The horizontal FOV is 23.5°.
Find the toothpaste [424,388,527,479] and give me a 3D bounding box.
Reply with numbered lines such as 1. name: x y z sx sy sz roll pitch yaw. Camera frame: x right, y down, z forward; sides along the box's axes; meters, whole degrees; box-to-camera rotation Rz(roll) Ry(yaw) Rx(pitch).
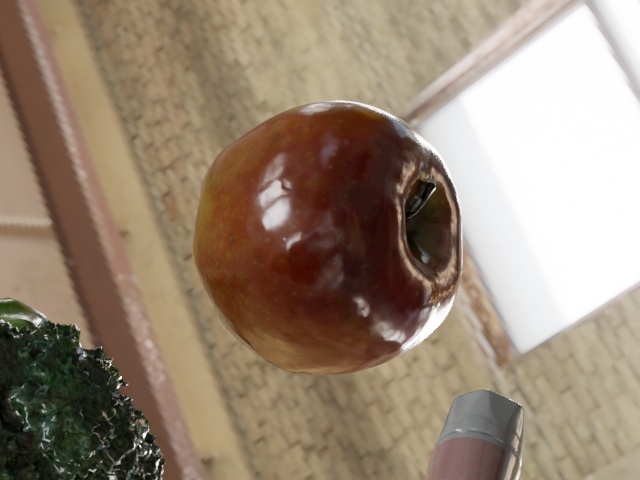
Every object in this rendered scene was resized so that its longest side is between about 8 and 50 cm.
1. toothpaste: 0.055 0.150 0.685 0.043 0.067 0.194 36 -134 -12

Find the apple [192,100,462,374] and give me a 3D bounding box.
1. apple: 0.000 0.000 1.250 0.230 0.230 0.230 35 -145 -29

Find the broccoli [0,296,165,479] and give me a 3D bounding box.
1. broccoli: -0.220 0.134 0.922 0.297 0.297 0.297 49 -153 -7
